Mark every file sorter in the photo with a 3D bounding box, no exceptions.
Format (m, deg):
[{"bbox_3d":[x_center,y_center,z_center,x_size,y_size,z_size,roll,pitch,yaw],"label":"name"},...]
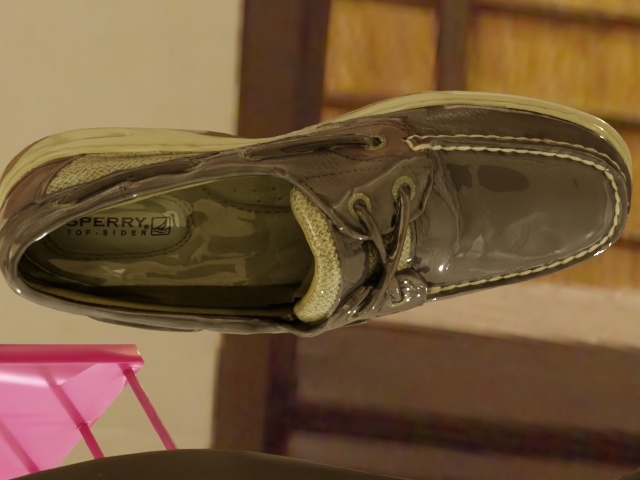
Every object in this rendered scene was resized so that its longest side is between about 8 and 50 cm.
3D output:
[{"bbox_3d":[-0.249,0.235,1.433,0.202,0.291,0.182,3,-133,-48],"label":"file sorter"}]

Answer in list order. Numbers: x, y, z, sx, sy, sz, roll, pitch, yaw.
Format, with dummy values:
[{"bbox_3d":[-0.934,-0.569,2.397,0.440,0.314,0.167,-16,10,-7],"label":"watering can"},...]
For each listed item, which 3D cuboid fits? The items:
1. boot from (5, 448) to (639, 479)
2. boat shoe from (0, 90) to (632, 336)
[{"bbox_3d":[0.017,0.107,0.404,0.305,0.115,0.112,-5,-121,-15],"label":"boot"},{"bbox_3d":[-0.001,-0.001,0.662,0.223,0.080,0.073,-2,-154,-2],"label":"boat shoe"}]
